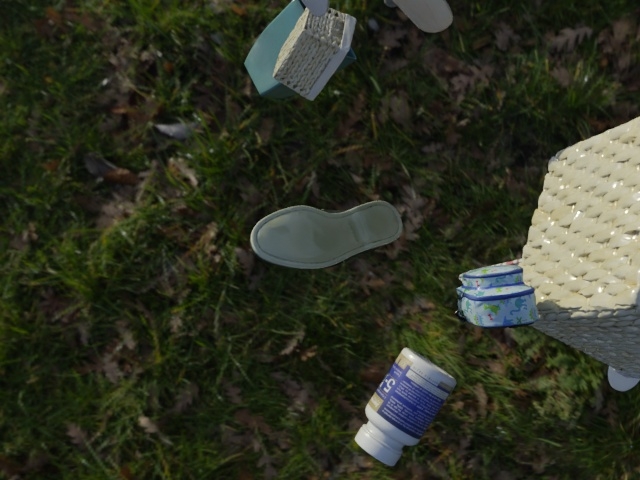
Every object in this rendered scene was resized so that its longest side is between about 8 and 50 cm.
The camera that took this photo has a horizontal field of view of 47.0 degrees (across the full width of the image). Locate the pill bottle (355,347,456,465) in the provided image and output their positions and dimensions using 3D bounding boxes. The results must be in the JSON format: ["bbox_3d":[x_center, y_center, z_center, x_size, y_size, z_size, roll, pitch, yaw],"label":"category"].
[{"bbox_3d":[0.145,0.295,1.296,0.112,0.112,0.186,33,89,27],"label":"pill bottle"}]

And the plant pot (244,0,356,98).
[{"bbox_3d":[-0.066,-0.476,1.900,0.234,0.165,0.165,-33,78,29],"label":"plant pot"}]

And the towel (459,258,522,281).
[{"bbox_3d":[0.372,0.050,1.358,0.197,0.144,0.029,-19,79,51],"label":"towel"}]

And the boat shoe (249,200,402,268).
[{"bbox_3d":[-0.001,-0.004,1.430,0.113,0.340,0.127,-33,77,53],"label":"boat shoe"}]

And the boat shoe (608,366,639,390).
[{"bbox_3d":[0.637,0.219,1.505,0.066,0.063,0.184,14,110,29],"label":"boat shoe"}]

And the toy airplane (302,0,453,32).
[{"bbox_3d":[0.077,-0.575,1.267,0.384,0.386,0.272,18,47,18],"label":"toy airplane"}]

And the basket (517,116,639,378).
[{"bbox_3d":[0.496,0.017,1.078,0.266,0.331,0.328,23,77,-13],"label":"basket"}]

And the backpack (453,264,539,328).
[{"bbox_3d":[0.246,0.079,1.027,0.105,0.114,0.084,-8,97,-2],"label":"backpack"}]

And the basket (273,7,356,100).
[{"bbox_3d":[-0.015,-0.390,1.504,0.167,0.103,0.113,-45,26,49],"label":"basket"}]
